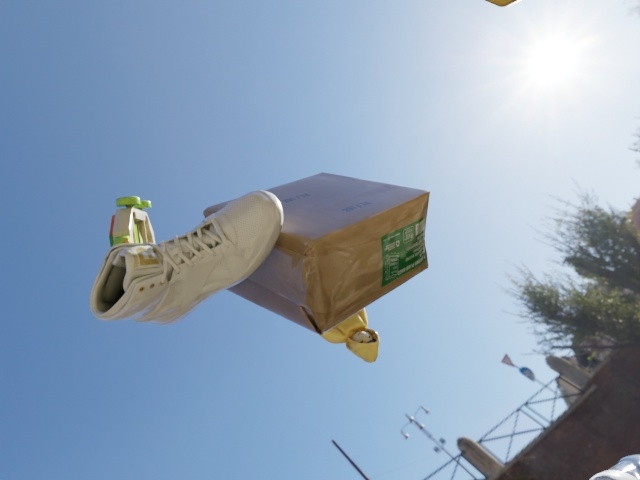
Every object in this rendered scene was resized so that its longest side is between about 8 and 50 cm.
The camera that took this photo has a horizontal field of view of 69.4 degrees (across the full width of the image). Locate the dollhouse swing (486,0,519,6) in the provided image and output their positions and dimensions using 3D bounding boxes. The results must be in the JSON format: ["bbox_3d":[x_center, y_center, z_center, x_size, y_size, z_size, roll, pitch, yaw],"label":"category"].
[{"bbox_3d":[0.333,-0.475,0.510,0.315,0.304,0.347,-29,-78,-32],"label":"dollhouse swing"}]

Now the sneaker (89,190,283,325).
[{"bbox_3d":[-0.194,0.026,0.663,0.292,0.108,0.169,-42,-21,12],"label":"sneaker"}]

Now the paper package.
[{"bbox_3d":[0.000,0.000,0.877,0.324,0.309,0.168,-23,-60,-41],"label":"paper package"}]

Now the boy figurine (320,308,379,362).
[{"bbox_3d":[0.052,0.208,1.238,0.177,0.285,0.092,-13,-44,-30],"label":"boy figurine"}]

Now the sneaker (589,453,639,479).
[{"bbox_3d":[0.503,0.387,0.535,0.236,0.323,0.130,5,-67,-30],"label":"sneaker"}]

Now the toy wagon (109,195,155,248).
[{"bbox_3d":[-0.457,0.028,1.138,0.068,0.344,0.268,-8,-89,-8],"label":"toy wagon"}]
